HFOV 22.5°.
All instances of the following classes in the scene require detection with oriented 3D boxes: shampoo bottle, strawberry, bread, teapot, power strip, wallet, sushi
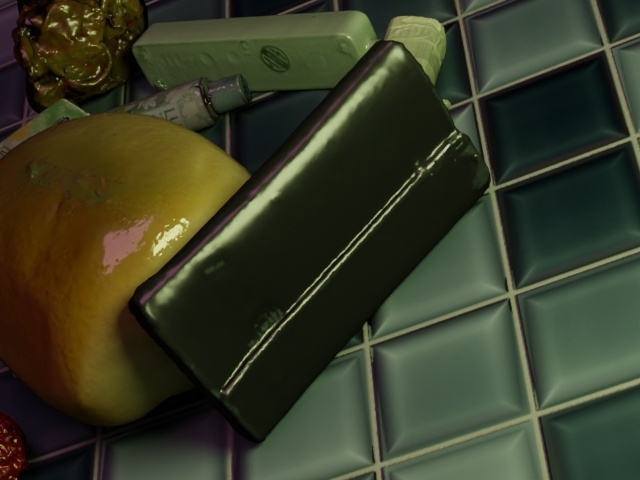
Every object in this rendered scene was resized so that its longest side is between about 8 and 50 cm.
[{"bbox_3d":[-0.195,-0.169,2.133,0.214,0.072,0.072,-17,42,19],"label":"shampoo bottle"},{"bbox_3d":[-0.398,0.252,1.824,0.145,0.086,0.145,-19,39,16],"label":"strawberry"},{"bbox_3d":[-0.232,0.015,1.829,0.348,0.253,0.376,-40,41,-14],"label":"bread"},{"bbox_3d":[0.109,-0.175,1.937,0.107,0.077,0.200,9,52,15],"label":"teapot"},{"bbox_3d":[-0.077,-0.247,2.115,0.385,0.091,0.062,1,45,34],"label":"power strip"},{"bbox_3d":[0.000,0.000,1.706,0.406,0.228,0.062,-47,30,-15],"label":"wallet"},{"bbox_3d":[-0.344,-0.290,2.255,0.213,0.200,0.204,-31,43,1],"label":"sushi"}]

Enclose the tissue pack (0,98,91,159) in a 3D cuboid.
[{"bbox_3d":[-0.377,-0.059,2.037,0.229,0.159,0.145,-40,45,-16],"label":"tissue pack"}]
